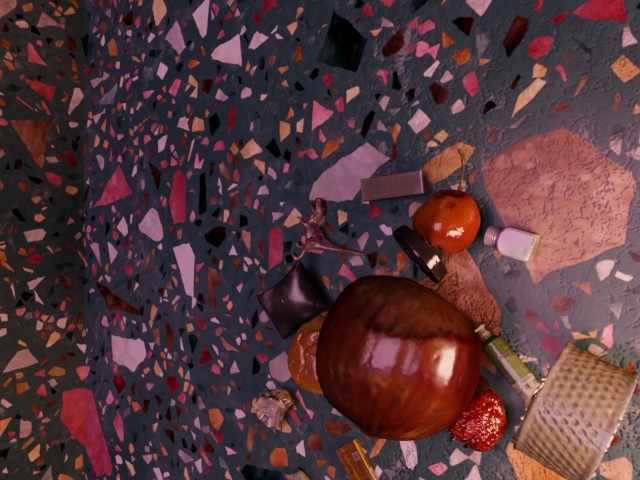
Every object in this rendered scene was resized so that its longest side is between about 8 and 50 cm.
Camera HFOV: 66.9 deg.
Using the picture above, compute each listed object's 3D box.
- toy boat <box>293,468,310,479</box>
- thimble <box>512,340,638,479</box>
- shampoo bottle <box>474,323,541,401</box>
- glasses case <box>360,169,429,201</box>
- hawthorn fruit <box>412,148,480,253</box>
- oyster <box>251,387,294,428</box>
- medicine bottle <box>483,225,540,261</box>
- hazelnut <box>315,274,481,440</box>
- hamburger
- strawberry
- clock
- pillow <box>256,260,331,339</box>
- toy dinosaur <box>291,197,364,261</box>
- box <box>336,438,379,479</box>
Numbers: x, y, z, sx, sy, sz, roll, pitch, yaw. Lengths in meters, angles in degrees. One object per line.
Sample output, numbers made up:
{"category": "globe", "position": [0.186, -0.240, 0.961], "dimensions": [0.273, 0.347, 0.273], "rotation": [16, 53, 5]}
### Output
{"category": "toy boat", "position": [-0.049, 0.866, 1.591], "dimensions": [0.134, 0.079, 0.207], "rotation": [-51, 50, 16]}
{"category": "thimble", "position": [0.536, 0.367, 1.027], "dimensions": [0.150, 0.271, 0.270], "rotation": [26, 104, 33]}
{"category": "shampoo bottle", "position": [0.460, 0.299, 1.212], "dimensions": [0.065, 0.065, 0.204], "rotation": [-48, 62, 26]}
{"category": "glasses case", "position": [0.216, -0.159, 1.422], "dimensions": [0.205, 0.047, 0.070], "rotation": [-5, 90, 37]}
{"category": "hawthorn fruit", "position": [0.357, -0.105, 1.284], "dimensions": [0.165, 0.165, 0.285], "rotation": [17, 75, 36]}
{"category": "oyster", "position": [-0.164, 0.575, 1.685], "dimensions": [0.133, 0.072, 0.209], "rotation": [40, 132, 25]}
{"category": "medicine bottle", "position": [0.476, 0.003, 1.213], "dimensions": [0.118, 0.055, 0.074], "rotation": [19, 101, 35]}
{"category": "hazelnut", "position": [0.188, 0.298, 1.232], "dimensions": [0.421, 0.353, 0.420], "rotation": [1, 96, 13]}
{"category": "hamburger", "position": [0.024, 0.342, 1.481], "dimensions": [0.245, 0.163, 0.244], "rotation": [-3, 85, 38]}
{"category": "strawberry", "position": [0.397, 0.455, 1.221], "dimensions": [0.131, 0.131, 0.148], "rotation": [47, 123, 29]}
{"category": "clock", "position": [0.266, 0.034, 1.299], "dimensions": [0.040, 0.184, 0.184], "rotation": [-41, 63, 0]}
{"category": "pillow", "position": [-0.098, 0.205, 1.613], "dimensions": [0.250, 0.106, 0.186], "rotation": [-41, 80, 32]}
{"category": "toy dinosaur", "position": [-0.003, -0.002, 1.574], "dimensions": [0.200, 0.072, 0.251], "rotation": [-39, 58, 21]}
{"category": "box", "position": [0.117, 0.701, 1.489], "dimensions": [0.089, 0.022, 0.156], "rotation": [-45, 63, 26]}
